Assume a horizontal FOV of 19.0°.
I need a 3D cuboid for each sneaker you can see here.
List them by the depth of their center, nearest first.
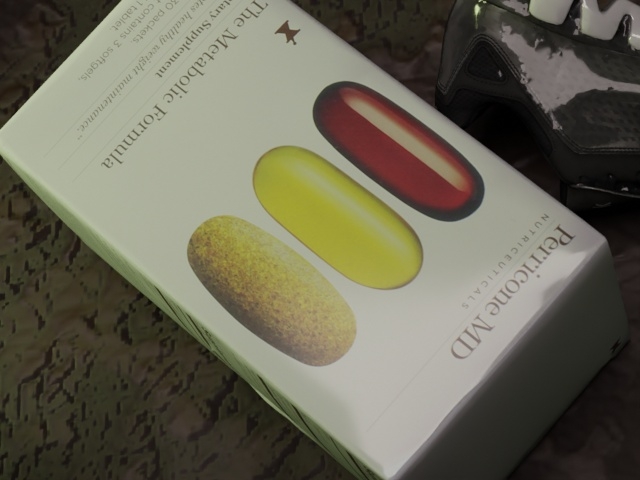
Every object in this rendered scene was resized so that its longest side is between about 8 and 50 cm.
[{"bbox_3d":[0.156,-0.053,0.872,0.234,0.078,0.106,23,101,6],"label":"sneaker"}]

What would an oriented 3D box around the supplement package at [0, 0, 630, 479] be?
[{"bbox_3d":[0.000,0.000,0.853,0.244,0.134,0.139,38,82,23],"label":"supplement package"}]
